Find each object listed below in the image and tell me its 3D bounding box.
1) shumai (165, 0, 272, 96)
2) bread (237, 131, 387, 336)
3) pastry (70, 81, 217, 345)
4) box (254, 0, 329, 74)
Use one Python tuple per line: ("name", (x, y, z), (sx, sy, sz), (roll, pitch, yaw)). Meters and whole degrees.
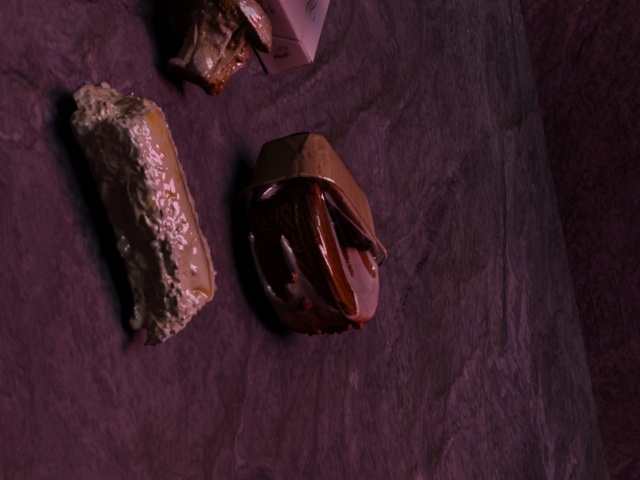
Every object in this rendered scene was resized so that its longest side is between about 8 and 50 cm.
("shumai", (-0.124, -0.223, 2.028), (0.116, 0.145, 0.145), (-50, 141, -9))
("bread", (0.000, 0.000, 2.151), (0.224, 0.142, 0.212), (51, 30, -51))
("pastry", (-0.171, -0.037, 1.819), (0.121, 0.089, 0.258), (-72, 149, -75))
("box", (-0.071, -0.344, 2.271), (0.155, 0.067, 0.243), (-74, 145, -49))
